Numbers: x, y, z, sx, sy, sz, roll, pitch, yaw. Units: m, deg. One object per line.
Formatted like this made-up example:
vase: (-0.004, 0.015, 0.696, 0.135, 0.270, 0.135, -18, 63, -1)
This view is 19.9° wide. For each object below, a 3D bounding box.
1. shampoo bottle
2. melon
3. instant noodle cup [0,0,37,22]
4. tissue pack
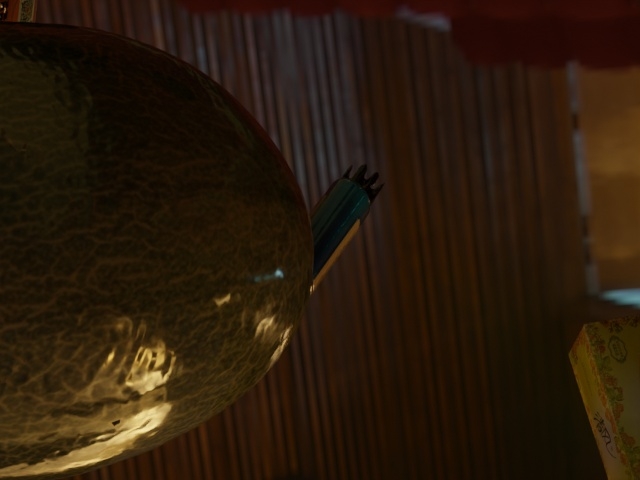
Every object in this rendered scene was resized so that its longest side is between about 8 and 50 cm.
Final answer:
shampoo bottle: (0.000, 0.000, 1.850, 0.183, 0.050, 0.087, -54, 173, -24)
melon: (-0.154, 0.006, 0.946, 0.301, 0.237, 0.237, -3, -170, -19)
instant noodle cup: (-0.269, -0.137, 1.132, 0.215, 0.172, 0.216, 13, -141, -11)
tissue pack: (0.273, 0.148, 1.469, 0.095, 0.176, 0.062, -8, 152, -11)
